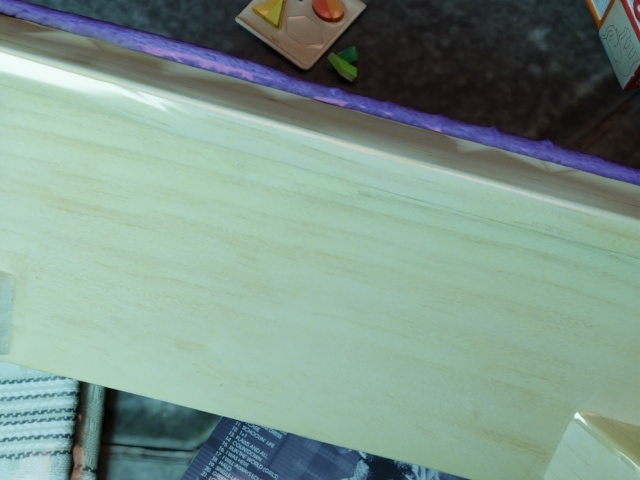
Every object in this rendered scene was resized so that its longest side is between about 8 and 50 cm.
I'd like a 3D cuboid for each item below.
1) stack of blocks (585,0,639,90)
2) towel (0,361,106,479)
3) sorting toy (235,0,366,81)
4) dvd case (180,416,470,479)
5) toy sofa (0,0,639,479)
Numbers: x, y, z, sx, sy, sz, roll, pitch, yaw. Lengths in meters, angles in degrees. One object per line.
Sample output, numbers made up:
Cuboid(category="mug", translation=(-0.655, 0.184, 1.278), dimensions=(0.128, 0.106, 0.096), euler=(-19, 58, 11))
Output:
Cuboid(category="stack of blocks", translation=(0.215, -0.146, 0.530), dimensions=(0.087, 0.171, 0.297), euler=(-16, 71, -6))
Cuboid(category="towel", translation=(-0.265, 0.110, 0.490), dimensions=(0.312, 0.056, 0.324), euler=(1, 68, 0))
Cuboid(category="sorting toy", translation=(-0.002, -0.131, 0.606), dimensions=(0.083, 0.012, 0.062), euler=(38, 73, 13))
Cuboid(category="dvd case", translation=(0.015, 0.138, 0.502), dimensions=(0.165, 0.018, 0.221), euler=(30, 72, 11))
Cuboid(category="toy sofa", translation=(0.000, 0.000, 0.418), dimensions=(0.363, 0.150, 0.177), euler=(15, 29, -1))
